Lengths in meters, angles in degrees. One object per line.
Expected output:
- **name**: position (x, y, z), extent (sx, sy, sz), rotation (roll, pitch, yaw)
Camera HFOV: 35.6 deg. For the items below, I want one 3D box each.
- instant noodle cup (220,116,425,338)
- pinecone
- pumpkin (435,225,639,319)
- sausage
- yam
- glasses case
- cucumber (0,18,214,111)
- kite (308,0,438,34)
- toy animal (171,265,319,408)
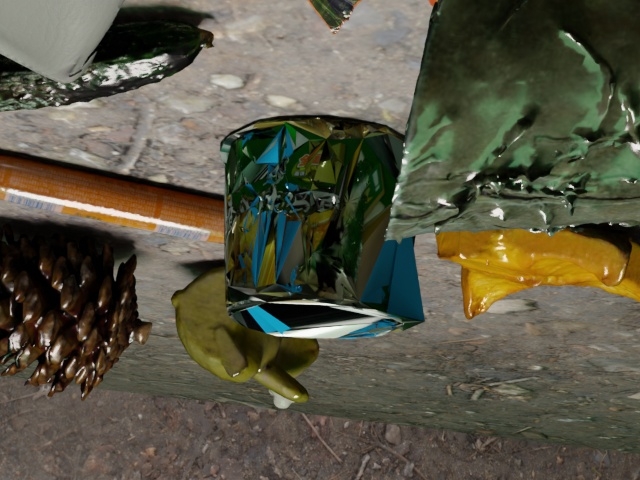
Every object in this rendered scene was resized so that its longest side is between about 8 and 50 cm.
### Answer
- **instant noodle cup**: position (0.000, 0.000, 1.029), extent (0.240, 0.178, 0.240), rotation (4, 163, 1)
- **pinecone**: position (-0.366, 0.095, 1.357), extent (0.272, 0.224, 0.224), rotation (13, 161, -11)
- **pumpkin**: position (0.257, 0.031, 1.195), extent (0.290, 0.095, 0.258), rotation (-2, 165, 32)
- **sausage**: position (-0.231, -0.044, 1.153), extent (0.347, 0.053, 0.053), rotation (12, 161, -19)
- **yam**: position (0.211, -0.112, 0.545), extent (0.348, 0.241, 0.241), rotation (1, 162, 6)
- **glasses case**: position (-0.165, -0.202, 0.609), extent (0.128, 0.083, 0.308), rotation (18, 159, -20)
- **cucumber**: position (-0.225, -0.143, 0.833), extent (0.293, 0.068, 0.067), rotation (-2, 161, 20)
- **kite**: position (0.029, -0.192, 0.703), extent (0.159, 0.010, 0.190), rotation (11, 162, -21)
- **toy animal**: position (-0.072, 0.153, 1.538), extent (0.180, 0.181, 0.363), rotation (4, 163, 31)
